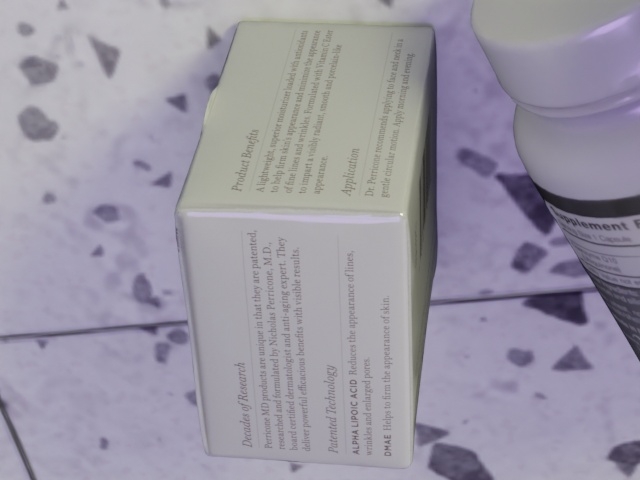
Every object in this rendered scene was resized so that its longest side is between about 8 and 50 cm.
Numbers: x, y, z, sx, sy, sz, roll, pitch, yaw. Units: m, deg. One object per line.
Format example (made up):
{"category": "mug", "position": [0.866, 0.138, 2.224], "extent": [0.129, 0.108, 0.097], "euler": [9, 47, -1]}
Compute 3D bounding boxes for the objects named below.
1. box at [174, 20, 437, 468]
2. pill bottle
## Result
{"category": "box", "position": [0.000, 0.000, 0.962], "extent": [0.119, 0.181, 0.182], "euler": [3, 129, 8]}
{"category": "pill bottle", "position": [0.201, -0.037, 0.914], "extent": [0.161, 0.161, 0.283], "euler": [-21, 122, 23]}
